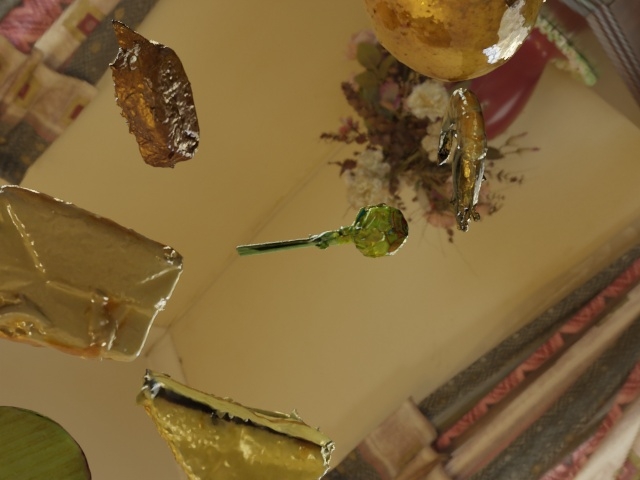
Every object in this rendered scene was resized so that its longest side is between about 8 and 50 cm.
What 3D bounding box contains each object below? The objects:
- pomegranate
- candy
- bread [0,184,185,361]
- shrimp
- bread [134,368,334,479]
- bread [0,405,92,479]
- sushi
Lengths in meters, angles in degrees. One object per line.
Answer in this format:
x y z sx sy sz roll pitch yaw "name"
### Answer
0.183 -0.361 0.827 0.281 0.281 0.281 37 -159 -17 "pomegranate"
-0.001 -0.001 0.890 0.077 0.262 0.073 -75 -26 -56 "candy"
-0.526 0.073 1.217 0.390 0.279 0.371 23 171 -35 "bread"
0.214 -0.126 0.936 0.051 0.217 0.150 -5 -159 -9 "shrimp"
-0.135 0.249 0.843 0.236 0.198 0.263 53 160 -6 "bread"
-0.517 0.400 0.946 0.301 0.045 0.301 20 -138 -20 "bread"
-0.128 -0.105 0.454 0.060 0.118 0.061 11 -152 24 "sushi"
